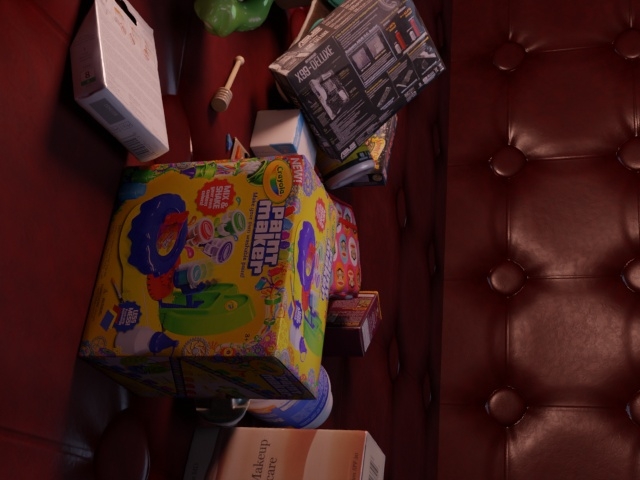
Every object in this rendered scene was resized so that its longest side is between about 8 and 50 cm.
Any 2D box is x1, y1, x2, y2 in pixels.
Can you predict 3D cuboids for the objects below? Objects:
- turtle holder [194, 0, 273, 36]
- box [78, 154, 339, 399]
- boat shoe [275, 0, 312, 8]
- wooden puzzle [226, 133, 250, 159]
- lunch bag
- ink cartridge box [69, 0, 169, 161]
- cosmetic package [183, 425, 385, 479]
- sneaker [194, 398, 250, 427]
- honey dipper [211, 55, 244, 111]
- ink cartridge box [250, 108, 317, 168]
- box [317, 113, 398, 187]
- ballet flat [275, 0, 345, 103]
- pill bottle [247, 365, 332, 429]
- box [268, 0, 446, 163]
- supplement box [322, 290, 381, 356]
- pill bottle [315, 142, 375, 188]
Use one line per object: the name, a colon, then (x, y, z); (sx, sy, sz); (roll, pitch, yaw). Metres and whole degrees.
turtle holder: (-0.137, -0.513, 1.466); (0.227, 0.243, 0.320); (4, 124, -56)
box: (-0.141, 0.055, 1.244); (0.177, 0.279, 0.290); (57, 35, -57)
boat shoe: (-0.074, -0.576, 1.767); (0.340, 0.127, 0.158); (19, 64, -85)
wooden puzzle: (-0.148, -0.145, 1.664); (0.116, 0.014, 0.079); (42, 48, -65)
lunch bag: (0.000, 0.000, 1.949); (0.293, 0.120, 0.258); (20, 65, -71)
ink cartridge box: (-0.283, -0.246, 1.247); (0.181, 0.056, 0.225); (50, 23, -61)
cosmetic package: (-0.059, 0.387, 1.428); (0.129, 0.296, 0.153); (60, 31, -52)
sneaker: (-0.159, 0.142, 1.476); (0.146, 0.122, 0.331); (90, 3, -72)
honey dipper: (-0.161, -0.287, 1.616); (0.161, 0.030, 0.031); (-74, 154, -47)
ink cartridge box: (-0.067, -0.182, 1.786); (0.143, 0.092, 0.090); (61, 33, -53)
box: (0.093, -0.227, 2.169); (0.044, 0.159, 0.233); (68, 27, -46)
ballet flat: (0.030, -0.458, 1.851); (0.400, 0.139, 0.139); (-56, 159, 2)
pill bottle: (-0.069, 0.264, 1.638); (0.272, 0.152, 0.152); (55, 38, -59)
box: (0.079, -0.343, 1.792); (0.307, 0.076, 0.242); (-43, 128, -8)
supplement box: (0.073, 0.198, 2.148); (0.188, 0.104, 0.081); (-55, 139, -61)
pill bottle: (0.024, -0.227, 1.942); (0.209, 0.119, 0.119); (64, 18, 4)
